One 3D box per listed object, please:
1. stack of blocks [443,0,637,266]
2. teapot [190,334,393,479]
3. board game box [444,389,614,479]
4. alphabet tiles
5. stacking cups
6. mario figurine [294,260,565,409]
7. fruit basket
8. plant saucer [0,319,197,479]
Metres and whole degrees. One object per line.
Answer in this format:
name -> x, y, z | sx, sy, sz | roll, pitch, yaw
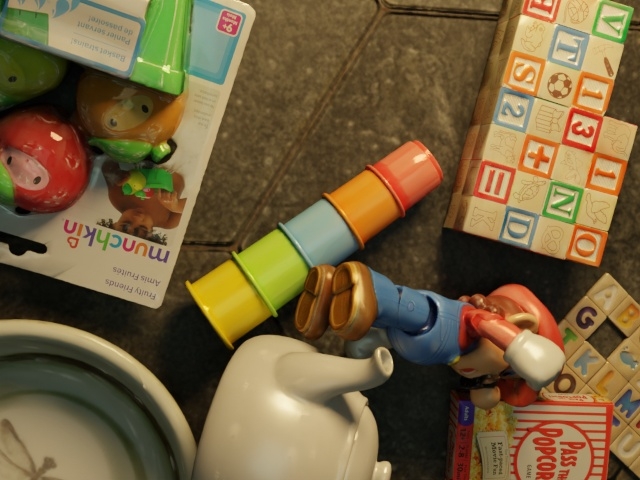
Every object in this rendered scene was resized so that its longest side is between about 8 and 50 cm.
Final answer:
stack of blocks -> 0.271, -0.134, 1.059 | 0.171, 0.087, 0.297 | 14, 92, -9
teapot -> -0.018, 0.234, 0.959 | 0.187, 0.256, 0.253 | 14, 78, 8
board game box -> 0.252, 0.260, 1.100 | 0.193, 0.045, 0.147 | 2, 97, -6
alphabet tiles -> 0.374, 0.192, 1.137 | 0.237, 0.009, 0.198 | 43, 87, -8
stacking cups -> 0.000, 0.000, 1.039 | 0.316, 0.096, 0.096 | -34, 98, -9
mario figurine -> 0.137, 0.126, 1.000 | 0.320, 0.198, 0.170 | 15, 114, -24
fruit basket -> -0.274, -0.131, 0.948 | 0.326, 0.165, 0.353 | 19, 95, -9
plant saucer -> -0.330, 0.280, 0.999 | 0.400, 0.100, 0.401 | 0, 93, -8
